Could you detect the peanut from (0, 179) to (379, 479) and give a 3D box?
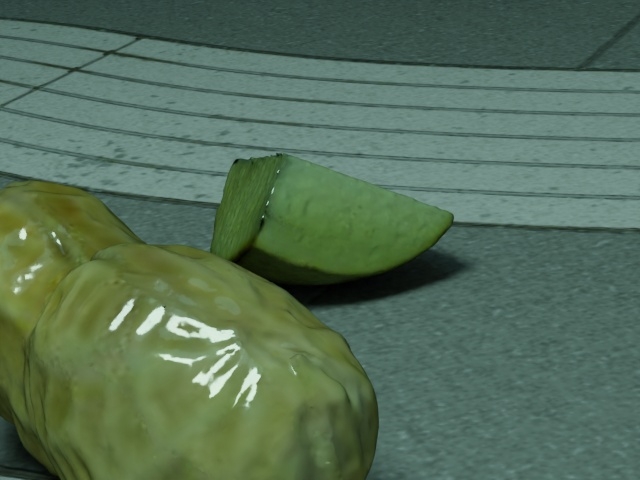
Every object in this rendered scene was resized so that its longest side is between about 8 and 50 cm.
[{"bbox_3d":[-0.089,0.057,0.853,0.147,0.147,0.305,-16,21,-27],"label":"peanut"}]

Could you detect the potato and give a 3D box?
[{"bbox_3d":[0.000,0.000,1.142,0.120,0.081,0.149,21,-4,-15],"label":"potato"}]
